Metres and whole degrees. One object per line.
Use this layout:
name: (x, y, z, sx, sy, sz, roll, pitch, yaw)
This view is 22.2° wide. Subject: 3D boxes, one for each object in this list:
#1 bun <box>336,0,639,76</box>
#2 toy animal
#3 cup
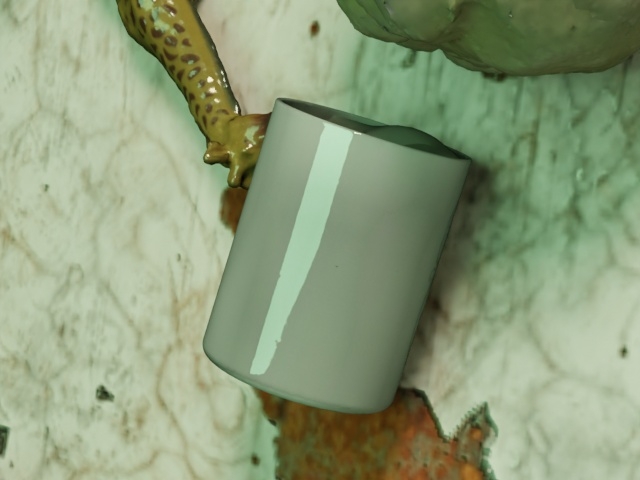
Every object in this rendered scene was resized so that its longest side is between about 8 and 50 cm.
bun: (0.085, -0.202, 0.672, 0.281, 0.205, 0.281, -4, 83, 38)
toy animal: (-0.079, -0.156, 0.901, 0.149, 0.054, 0.275, -11, 75, 35)
cup: (0.010, 0.003, 0.797, 0.099, 0.136, 0.133, 17, 98, 6)
